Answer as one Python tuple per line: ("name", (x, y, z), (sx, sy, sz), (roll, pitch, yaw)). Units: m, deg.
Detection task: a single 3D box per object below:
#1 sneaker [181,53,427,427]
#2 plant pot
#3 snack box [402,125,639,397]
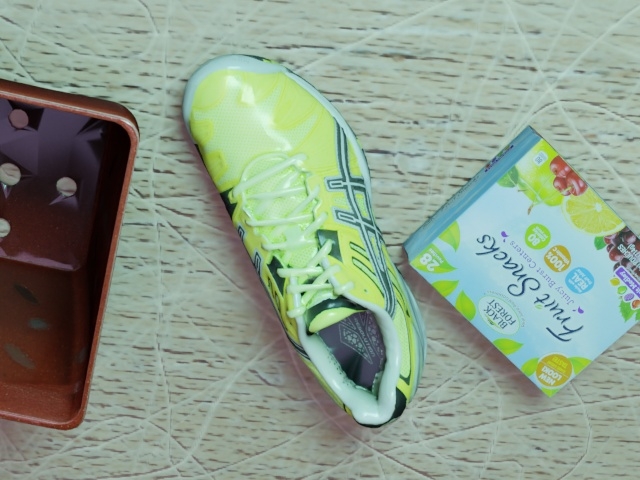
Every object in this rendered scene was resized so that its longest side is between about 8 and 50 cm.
("sneaker", (0.000, 0.000, 1.018), (0.145, 0.147, 0.384), (-29, 106, 9))
("plant pot", (-0.297, -0.028, 0.952), (0.267, 0.235, 0.267), (13, 107, -6))
("snack box", (0.214, 0.023, 1.072), (0.174, 0.070, 0.207), (-43, 103, 11))
